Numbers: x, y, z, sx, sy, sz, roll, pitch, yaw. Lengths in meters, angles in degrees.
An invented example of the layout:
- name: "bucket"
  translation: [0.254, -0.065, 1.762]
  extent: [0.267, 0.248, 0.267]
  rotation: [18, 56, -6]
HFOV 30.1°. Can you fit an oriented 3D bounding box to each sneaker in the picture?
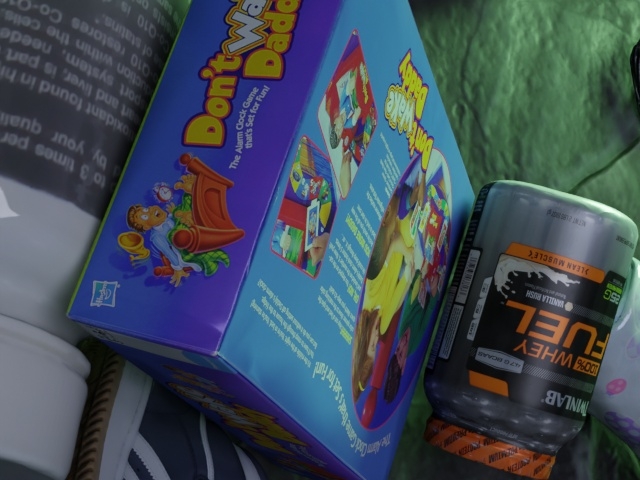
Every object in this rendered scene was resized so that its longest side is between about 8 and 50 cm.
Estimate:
- name: "sneaker"
  translation: [-0.105, 0.185, 0.667]
  extent: [0.153, 0.099, 0.282]
  rotation: [47, 27, -24]

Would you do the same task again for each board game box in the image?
- name: "board game box"
  translation: [0.000, 0.000, 0.696]
  extent: [0.347, 0.078, 0.233]
  rotation: [57, 49, -63]

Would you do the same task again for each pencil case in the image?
- name: "pencil case"
  translation: [0.280, 0.129, 0.955]
  extent: [0.273, 0.113, 0.124]
  rotation: [41, 85, -20]

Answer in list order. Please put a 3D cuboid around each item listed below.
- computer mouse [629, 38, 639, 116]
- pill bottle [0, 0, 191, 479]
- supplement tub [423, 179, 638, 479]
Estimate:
- name: "computer mouse"
  translation: [0.304, -0.217, 1.055]
  extent: [0.071, 0.041, 0.242]
  rotation: [9, 87, -21]
- name: "pill bottle"
  translation: [-0.179, -0.066, 0.622]
  extent: [0.204, 0.204, 0.361]
  rotation: [19, 67, -28]
- name: "supplement tub"
  translation: [0.142, 0.063, 0.833]
  extent: [0.117, 0.117, 0.190]
  rotation: [18, 87, -28]
